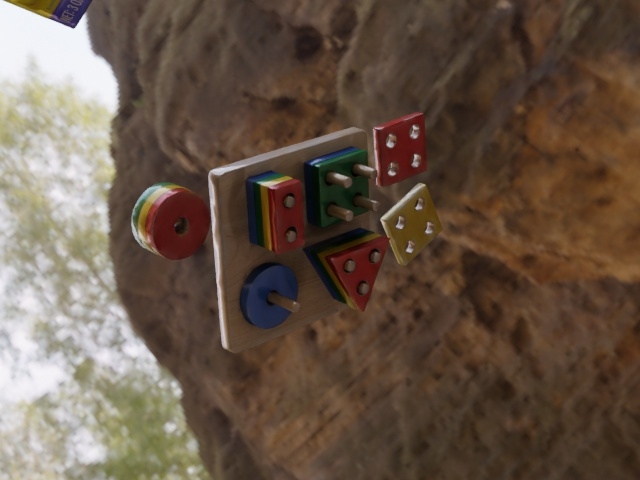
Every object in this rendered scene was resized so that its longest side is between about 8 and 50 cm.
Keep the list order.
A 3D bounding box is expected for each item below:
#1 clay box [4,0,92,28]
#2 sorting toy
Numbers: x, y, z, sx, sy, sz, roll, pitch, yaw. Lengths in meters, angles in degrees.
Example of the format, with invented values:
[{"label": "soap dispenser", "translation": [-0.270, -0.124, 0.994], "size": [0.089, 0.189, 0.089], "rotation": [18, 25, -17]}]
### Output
[{"label": "clay box", "translation": [-0.177, -0.180, 0.529], "size": [0.222, 0.053, 0.127], "rotation": [19, -39, -24]}, {"label": "sorting toy", "translation": [0.000, 0.000, 0.906], "size": [0.274, 0.046, 0.132], "rotation": [-20, -63, -37]}]
